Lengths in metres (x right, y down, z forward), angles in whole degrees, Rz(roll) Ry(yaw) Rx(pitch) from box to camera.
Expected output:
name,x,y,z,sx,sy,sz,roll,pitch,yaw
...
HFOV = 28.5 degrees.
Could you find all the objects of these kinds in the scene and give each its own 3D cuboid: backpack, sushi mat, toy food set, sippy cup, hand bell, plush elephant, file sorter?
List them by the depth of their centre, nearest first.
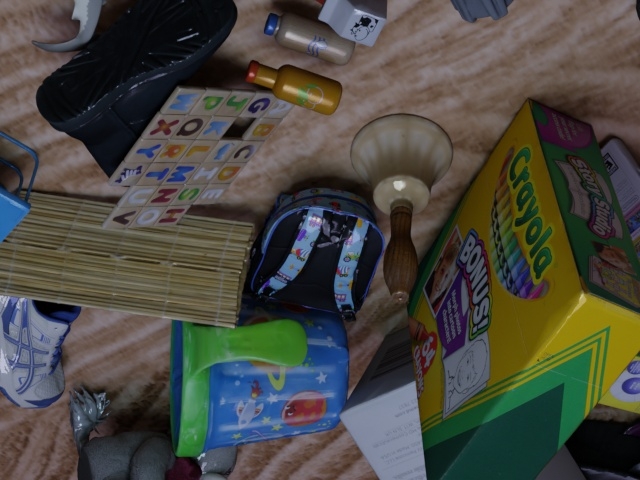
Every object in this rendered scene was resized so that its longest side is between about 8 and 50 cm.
name,x,y,z,sx,sy,sz,roll,pitch,yaw
toy food set,0.006,-0.251,1.324,0.104,0.111,0.232,16,137,-13
hand bell,0.095,-0.022,1.457,0.126,0.242,0.126,1,135,1
file sorter,-0.441,-0.054,1.556,0.118,0.104,0.170,31,130,-25
sushi mat,-0.246,0.021,1.564,0.316,0.151,0.019,8,152,5
backpack,0.000,0.000,1.573,0.158,0.117,0.173,13,135,-8
sippy cup,-0.083,0.170,1.686,0.224,0.305,0.240,2,109,-11
plush elephant,-0.223,0.360,1.873,0.255,0.330,0.272,-5,153,-23

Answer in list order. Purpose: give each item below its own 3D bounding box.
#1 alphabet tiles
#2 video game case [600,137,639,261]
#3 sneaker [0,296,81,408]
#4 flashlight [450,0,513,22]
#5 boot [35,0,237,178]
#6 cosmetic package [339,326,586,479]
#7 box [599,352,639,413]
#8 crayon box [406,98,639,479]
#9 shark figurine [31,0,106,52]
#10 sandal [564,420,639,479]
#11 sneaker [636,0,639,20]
name,x,y,z,sx,sy,sz,roll,pitch,yaw
alphabet tiles,-0.153,-0.092,1.469,0.198,0.009,0.237,-5,144,-50
video game case,0.340,0.017,1.533,0.023,0.193,0.212,-5,148,-43
sneaker,-0.386,0.127,1.730,0.131,0.112,0.296,-4,135,7
flashlight,0.112,-0.348,1.220,0.103,0.103,0.304,10,143,45
boot,-0.175,-0.169,1.421,0.246,0.094,0.207,-34,157,5
cosmetic package,0.233,0.336,1.698,0.161,0.230,0.453,-27,102,27
box,0.434,0.186,1.726,0.179,0.043,0.105,13,129,-14
crayon box,0.219,0.068,1.425,0.106,0.363,0.313,19,124,-15
shark figurine,-0.245,-0.309,1.299,0.166,0.116,0.278,15,137,39
sandal,0.513,0.305,1.827,0.445,0.167,0.107,7,114,-3
sneaker,0.406,-0.165,1.399,0.108,0.100,0.271,-19,131,28
